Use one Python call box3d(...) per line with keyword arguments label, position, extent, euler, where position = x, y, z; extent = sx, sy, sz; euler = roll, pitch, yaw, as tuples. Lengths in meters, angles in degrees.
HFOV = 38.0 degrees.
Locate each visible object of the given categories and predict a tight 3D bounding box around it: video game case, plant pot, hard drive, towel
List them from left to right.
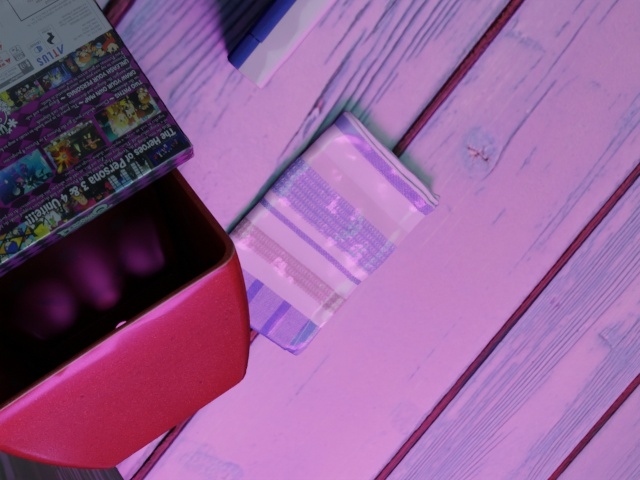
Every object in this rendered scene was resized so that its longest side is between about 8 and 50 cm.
box3d(label="video game case", position=(-0.263, -0.102, 0.810), extent=(0.232, 0.210, 0.042), euler=(-34, 174, -9))
box3d(label="plant pot", position=(-0.218, 0.067, 0.912), extent=(0.267, 0.267, 0.236), euler=(-33, 143, -9))
box3d(label="towel", position=(0.000, 0.000, 1.136), extent=(0.285, 0.034, 0.209), euler=(-47, 131, 3))
box3d(label="hard drive", position=(0.029, -0.279, 0.860), extent=(0.040, 0.210, 0.319), euler=(39, 96, -12))

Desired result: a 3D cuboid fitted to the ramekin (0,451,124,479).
box3d(label="ramekin", position=(-0.345, 0.372, 1.088), extent=(0.303, 0.148, 0.303), euler=(-16, 127, -22))
